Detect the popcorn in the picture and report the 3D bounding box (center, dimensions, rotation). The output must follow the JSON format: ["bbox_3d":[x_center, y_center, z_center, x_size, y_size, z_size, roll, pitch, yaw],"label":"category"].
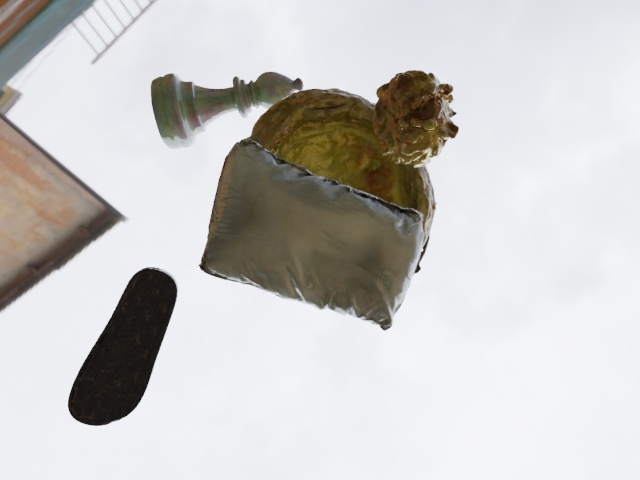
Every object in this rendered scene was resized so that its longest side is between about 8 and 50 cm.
[{"bbox_3d":[0.083,-0.105,0.605,0.083,0.057,0.082,32,-74,40],"label":"popcorn"}]

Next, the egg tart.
[{"bbox_3d":[0.018,-0.053,0.875,0.278,0.095,0.279,3,-101,-18],"label":"egg tart"}]

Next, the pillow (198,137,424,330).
[{"bbox_3d":[0.000,0.000,0.670,0.051,0.229,0.128,11,-98,62],"label":"pillow"}]

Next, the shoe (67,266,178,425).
[{"bbox_3d":[-0.201,0.109,0.734,0.071,0.049,0.179,25,-87,-12],"label":"shoe"}]

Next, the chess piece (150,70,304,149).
[{"bbox_3d":[-0.163,-0.258,1.283,0.271,0.139,0.139,-12,-116,0],"label":"chess piece"}]
